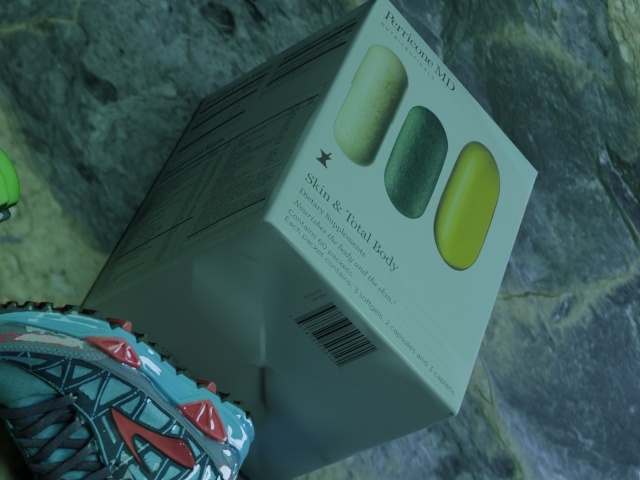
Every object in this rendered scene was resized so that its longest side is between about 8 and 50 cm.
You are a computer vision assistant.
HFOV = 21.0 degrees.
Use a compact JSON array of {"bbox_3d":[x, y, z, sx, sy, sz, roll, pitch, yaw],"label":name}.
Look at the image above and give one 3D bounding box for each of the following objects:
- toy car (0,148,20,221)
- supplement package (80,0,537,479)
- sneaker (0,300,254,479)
[{"bbox_3d":[-0.265,-0.023,1.084,0.225,0.053,0.239,-28,92,-52],"label":"toy car"},{"bbox_3d":[0.000,0.000,1.259,0.199,0.198,0.262,46,41,-21],"label":"supplement package"},{"bbox_3d":[-0.140,0.126,1.098,0.262,0.104,0.125,35,58,-40],"label":"sneaker"}]
